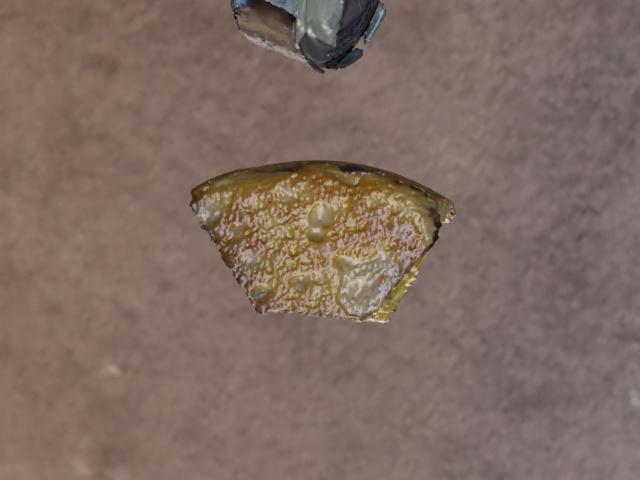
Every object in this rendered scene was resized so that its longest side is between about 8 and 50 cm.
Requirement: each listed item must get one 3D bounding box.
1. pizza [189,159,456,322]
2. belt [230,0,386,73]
[{"bbox_3d":[0.000,0.000,1.164,0.160,0.099,0.036,2,171,9],"label":"pizza"},{"bbox_3d":[-0.006,-0.154,1.057,0.058,0.105,0.140,25,153,22],"label":"belt"}]
